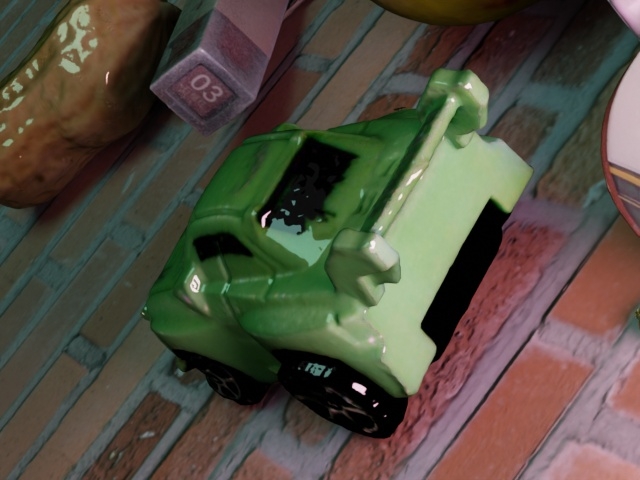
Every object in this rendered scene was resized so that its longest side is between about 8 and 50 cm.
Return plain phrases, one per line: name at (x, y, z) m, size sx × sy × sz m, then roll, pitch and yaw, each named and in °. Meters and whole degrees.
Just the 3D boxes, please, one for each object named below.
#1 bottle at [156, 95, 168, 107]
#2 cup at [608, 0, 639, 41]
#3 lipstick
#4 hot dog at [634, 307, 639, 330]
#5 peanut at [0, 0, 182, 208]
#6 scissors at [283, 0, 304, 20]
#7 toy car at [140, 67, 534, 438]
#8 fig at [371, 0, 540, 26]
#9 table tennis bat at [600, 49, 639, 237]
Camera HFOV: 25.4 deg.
bottle at (-0.120, -0.210, 1.495) m, size 0.060 × 0.060 × 0.164 m, roll -13°, pitch 45°, yaw 43°
cup at (0.280, -0.199, 0.893) m, size 0.202 × 0.167 × 0.221 m, roll -37°, pitch 31°, yaw 23°
lipstick at (-0.080, -0.254, 1.434) m, size 0.076 × 0.080 × 0.371 m, roll -34°, pitch 28°, yaw 33°
hot dog at (0.219, 0.039, 0.835) m, size 0.083 × 0.021 × 0.037 m, roll -10°, pitch 46°, yaw 43°
peanut at (-0.264, -0.155, 1.521) m, size 0.291 × 0.143 × 0.159 m, roll -46°, pitch 21°, yaw 8°
scissors at (0.021, -0.288, 1.441) m, size 0.300 × 0.022 × 0.109 m, roll -40°, pitch 28°, yaw 13°
toy car at (0.000, 0.000, 0.998) m, size 0.358 × 0.176 × 0.213 m, roll 3°, pitch 56°, yaw 52°
fig at (0.097, -0.329, 1.112) m, size 0.316 × 0.316 × 0.316 m, roll -31°, pitch 35°, yaw 25°
table tennis bat at (0.295, -0.103, 0.813) m, size 0.301 × 0.022 × 0.173 m, roll -43°, pitch 66°, yaw 20°
